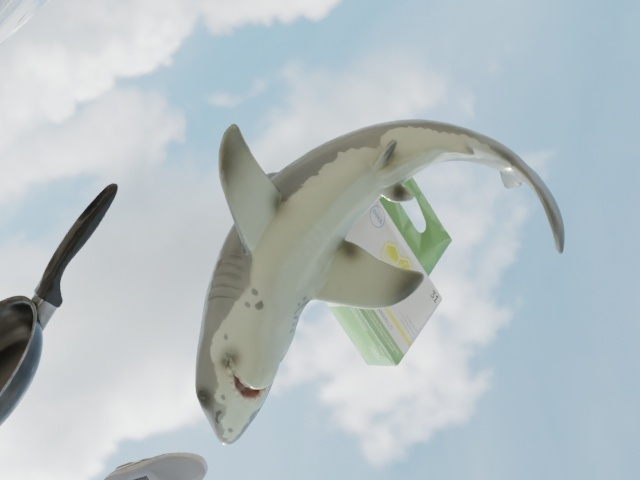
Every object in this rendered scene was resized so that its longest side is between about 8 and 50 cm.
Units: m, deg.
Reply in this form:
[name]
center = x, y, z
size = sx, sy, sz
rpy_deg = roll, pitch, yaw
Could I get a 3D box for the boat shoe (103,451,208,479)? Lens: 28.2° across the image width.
[boat shoe]
center = -0.142, 0.202, 1.116
size = 0.100, 0.035, 0.035
rpy_deg = -19, -165, 18

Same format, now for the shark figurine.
[shark figurine]
center = 0.013, -0.026, 0.749
size = 0.278, 0.166, 0.116
rpy_deg = -31, -157, -25

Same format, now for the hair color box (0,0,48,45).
[hair color box]
center = -0.147, -0.215, 0.680
size = 0.185, 0.113, 0.374
rpy_deg = -41, -166, 29

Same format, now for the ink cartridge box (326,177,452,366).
[ink cartridge box]
center = 0.088, 0.012, 1.541
size = 0.056, 0.171, 0.235
rpy_deg = -6, -144, 46

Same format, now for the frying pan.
[frying pan]
center = -0.324, 0.092, 1.321
size = 0.197, 0.053, 0.326
rpy_deg = -10, -135, 47
